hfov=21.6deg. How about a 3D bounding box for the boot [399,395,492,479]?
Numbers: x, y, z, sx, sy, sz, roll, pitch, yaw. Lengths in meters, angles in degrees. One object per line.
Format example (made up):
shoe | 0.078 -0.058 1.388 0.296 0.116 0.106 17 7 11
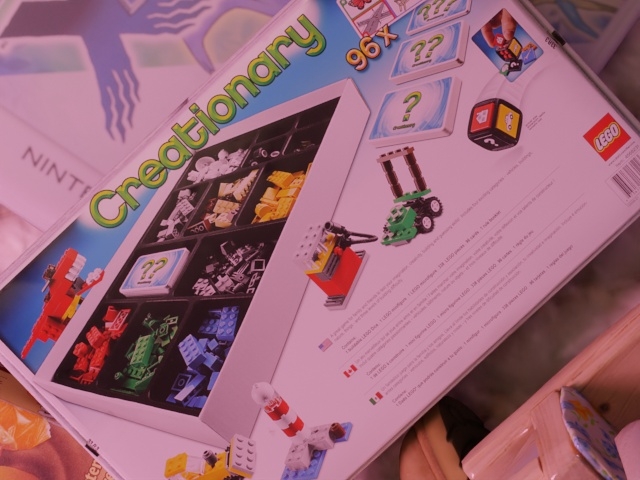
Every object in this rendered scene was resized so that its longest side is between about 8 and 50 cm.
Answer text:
boot | 0.010 0.241 0.859 0.269 0.089 0.236 -30 77 17

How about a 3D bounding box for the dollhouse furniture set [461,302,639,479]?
dollhouse furniture set | 0.282 0.200 0.634 0.256 0.362 0.394 -43 102 13

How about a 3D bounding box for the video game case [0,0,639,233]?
video game case | -0.019 -0.115 0.863 0.300 0.036 0.329 34 98 -4

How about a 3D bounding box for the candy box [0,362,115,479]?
candy box | -0.220 0.221 0.910 0.183 0.087 0.316 24 96 -5

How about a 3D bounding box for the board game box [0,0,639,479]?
board game box | 0.000 0.000 0.827 0.305 0.053 0.193 -42 95 3
